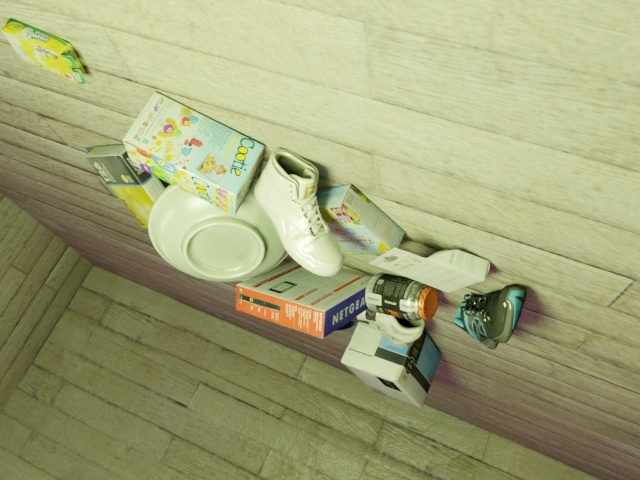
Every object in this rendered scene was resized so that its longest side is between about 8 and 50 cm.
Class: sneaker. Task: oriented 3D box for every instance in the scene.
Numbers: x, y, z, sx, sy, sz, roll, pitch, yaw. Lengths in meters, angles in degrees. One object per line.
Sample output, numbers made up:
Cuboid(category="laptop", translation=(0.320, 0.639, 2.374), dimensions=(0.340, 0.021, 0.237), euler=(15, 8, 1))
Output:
Cuboid(category="sneaker", translation=(0.427, 0.193, 1.467), dimensions=(0.139, 0.125, 0.341), euler=(26, 159, 13))
Cuboid(category="sneaker", translation=(0.191, 0.215, 1.850), dimensions=(0.330, 0.122, 0.146), euler=(27, 142, -2))
Cuboid(category="sneaker", translation=(-0.036, -0.065, 1.258), dimensions=(0.292, 0.108, 0.169), euler=(50, 148, 12))

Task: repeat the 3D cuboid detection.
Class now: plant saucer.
Cuboid(category="plant saucer", translation=(-0.254, -0.003, 1.508), dimensions=(0.400, 0.101, 0.401), euler=(-4, 135, -4))

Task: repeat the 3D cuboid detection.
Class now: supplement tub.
Cuboid(category="supplement tub", translation=(0.233, 0.164, 1.634), dimensions=(0.190, 0.117, 0.117), euler=(9, 154, 39))

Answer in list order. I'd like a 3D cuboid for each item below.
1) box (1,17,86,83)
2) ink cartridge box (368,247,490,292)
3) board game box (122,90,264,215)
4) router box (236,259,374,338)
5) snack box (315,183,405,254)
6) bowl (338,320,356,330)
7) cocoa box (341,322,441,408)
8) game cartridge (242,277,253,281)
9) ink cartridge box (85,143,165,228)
Cuboid(category="box", translation=(-0.616, -0.425, 1.290), dimensions=(0.179, 0.043, 0.105), euler=(26, 160, 7))
Cuboid(category="ink cartridge box", translation=(0.259, 0.054, 1.379), dimensions=(0.232, 0.066, 0.189), euler=(24, 161, -8))
Cuboid(category="board game box", translation=(-0.287, -0.196, 1.317), dimensions=(0.275, 0.144, 0.142), euler=(27, 161, -1))
Cuboid(category="router box", translation=(-0.030, 0.157, 1.688), dimensions=(0.301, 0.082, 0.335), euler=(14, -161, 30))
Cuboid(category="snack box", translation=(0.072, -0.044, 1.377), dimensions=(0.207, 0.070, 0.174), euler=(36, 157, -31))
Cuboid(category="bowl", translation=(-0.040, 0.228, 2.074), dimensions=(0.391, 0.077, 0.391), euler=(13, 154, 6))
Cuboid(category="cocoa box", translation=(0.271, 0.433, 2.095), dimensions=(0.231, 0.228, 0.347), euler=(13, 157, 32))
Cuboid(category="game cartridge", translation=(-0.276, 0.071, 1.883), dimensions=(0.196, 0.060, 0.294), euler=(12, -170, 0))
Cuboid(category="ink cartridge box", translation=(-0.595, -0.161, 1.789), dimensions=(0.307, 0.072, 0.304), euler=(4, 136, 42))
